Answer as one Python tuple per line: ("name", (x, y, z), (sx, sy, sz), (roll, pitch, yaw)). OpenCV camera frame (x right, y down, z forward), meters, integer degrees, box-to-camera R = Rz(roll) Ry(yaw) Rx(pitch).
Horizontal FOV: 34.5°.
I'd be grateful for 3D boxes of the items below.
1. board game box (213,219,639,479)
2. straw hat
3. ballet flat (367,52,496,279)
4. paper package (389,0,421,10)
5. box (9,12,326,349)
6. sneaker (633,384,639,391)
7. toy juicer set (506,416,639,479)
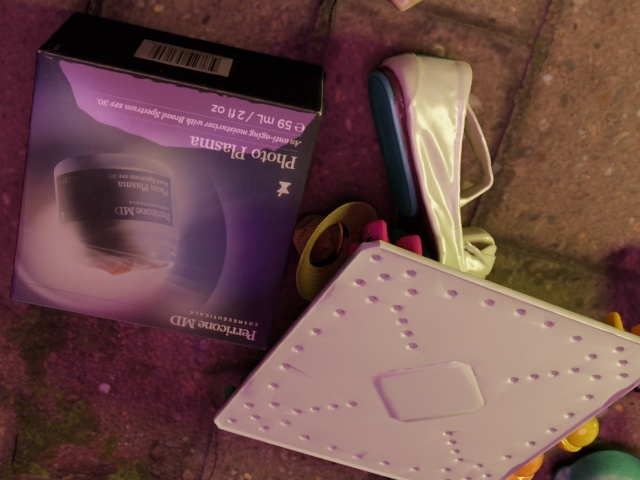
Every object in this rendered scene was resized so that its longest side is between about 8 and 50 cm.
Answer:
("board game box", (0.128, 0.159, 1.207), (0.390, 0.050, 0.390), (20, 136, -20))
("straw hat", (0.000, 0.000, 1.242), (0.061, 0.144, 0.144), (34, 117, 30))
("ballet flat", (0.145, -0.027, 1.211), (0.139, 0.139, 0.400), (-7, 113, 3))
("paper package", (0.111, -0.444, 0.990), (0.325, 0.168, 0.309), (-36, 109, 14))
("box", (-0.168, -0.064, 1.155), (0.296, 0.182, 0.294), (11, 115, -5))
("sneaker", (0.426, 0.127, 1.294), (0.121, 0.079, 0.216), (-25, 113, 9))
("toy juicer set", (0.386, 0.313, 1.383), (0.329, 0.089, 0.209), (-8, 101, 12))
